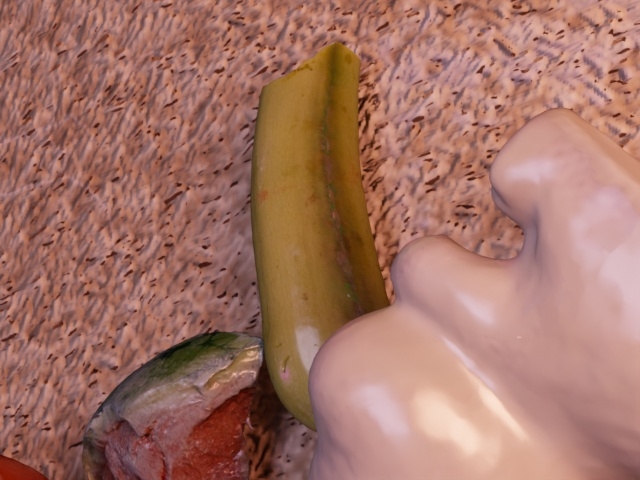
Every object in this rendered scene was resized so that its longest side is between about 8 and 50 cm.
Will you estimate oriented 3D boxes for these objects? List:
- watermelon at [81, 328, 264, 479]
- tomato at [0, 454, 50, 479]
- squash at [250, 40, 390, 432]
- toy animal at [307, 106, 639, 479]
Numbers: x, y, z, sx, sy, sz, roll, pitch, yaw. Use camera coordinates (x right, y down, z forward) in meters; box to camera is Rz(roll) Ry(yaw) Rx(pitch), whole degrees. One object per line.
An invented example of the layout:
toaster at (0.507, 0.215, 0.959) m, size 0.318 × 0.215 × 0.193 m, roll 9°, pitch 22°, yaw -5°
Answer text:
watermelon at (-0.093, 0.137, 1.227) m, size 0.187 × 0.071 × 0.139 m, roll -37°, pitch 72°, yaw 48°
tomato at (-0.229, 0.293, 1.266) m, size 0.338 × 0.143 × 0.338 m, roll -14°, pitch 69°, yaw 42°
squash at (0.000, 0.000, 1.196) m, size 0.083 × 0.083 × 0.250 m, roll -23°, pitch 62°, yaw 34°
toy animal at (0.103, 0.125, 0.999) m, size 0.367 × 0.196 × 0.241 m, roll -43°, pitch 55°, yaw 21°
